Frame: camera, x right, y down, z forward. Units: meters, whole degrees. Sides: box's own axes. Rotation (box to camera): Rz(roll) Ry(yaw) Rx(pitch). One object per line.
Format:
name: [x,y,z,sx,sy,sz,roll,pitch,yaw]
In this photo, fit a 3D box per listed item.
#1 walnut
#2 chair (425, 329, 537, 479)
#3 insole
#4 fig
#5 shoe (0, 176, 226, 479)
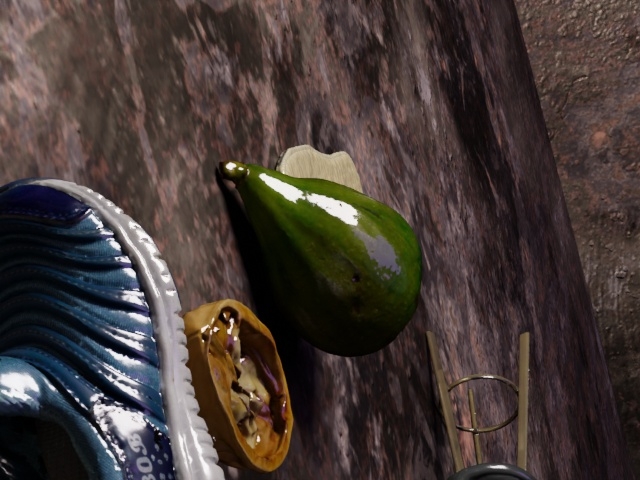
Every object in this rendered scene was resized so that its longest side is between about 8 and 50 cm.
walnut: [-0.058,0.084,0.896,0.121,0.052,0.091,54,29,-52]
chair: [0.157,0.181,1.518,0.104,0.095,0.221,50,29,-36]
insole: [0.005,-0.039,1.310,0.248,0.011,0.081,-20,96,-75]
fig: [0.000,0.000,1.106,0.177,0.117,0.117,52,27,-35]
shoe: [-0.108,0.065,0.649,0.106,0.091,0.207,12,49,-46]
